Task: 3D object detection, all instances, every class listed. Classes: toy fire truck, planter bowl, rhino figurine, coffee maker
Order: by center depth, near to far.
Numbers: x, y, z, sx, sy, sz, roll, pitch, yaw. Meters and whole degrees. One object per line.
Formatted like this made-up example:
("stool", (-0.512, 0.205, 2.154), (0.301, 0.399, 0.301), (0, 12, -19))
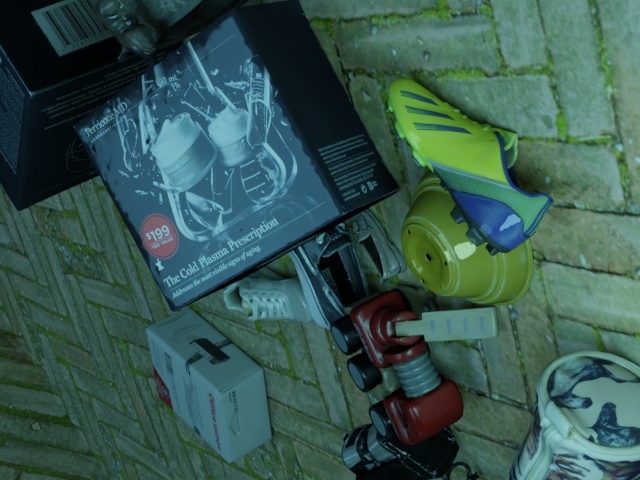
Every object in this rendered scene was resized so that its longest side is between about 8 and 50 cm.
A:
("planter bowl", (0.170, 0.006, 1.620), (0.217, 0.090, 0.217), (40, 145, 35))
("rhino figurine", (-0.290, -0.344, 1.755), (0.106, 0.073, 0.243), (-14, 105, 55))
("toy fire truck", (0.153, 0.173, 1.766), (0.217, 0.158, 0.246), (66, 162, -6))
("coffee maker", (0.132, 0.347, 1.956), (0.171, 0.120, 0.178), (57, 152, 9))

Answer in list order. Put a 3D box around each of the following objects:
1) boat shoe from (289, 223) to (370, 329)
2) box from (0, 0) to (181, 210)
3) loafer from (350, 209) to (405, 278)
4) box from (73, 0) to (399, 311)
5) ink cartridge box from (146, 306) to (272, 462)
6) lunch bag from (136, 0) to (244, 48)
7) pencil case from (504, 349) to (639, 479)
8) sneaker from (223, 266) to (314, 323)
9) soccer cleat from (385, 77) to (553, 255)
("boat shoe", (0.000, 0.000, 1.886), (0.102, 0.108, 0.301), (-4, 109, 54))
("box", (-0.446, -0.277, 2.194), (0.212, 0.293, 0.395), (55, 151, 15))
("loafer", (0.076, 0.001, 1.827), (0.125, 0.039, 0.045), (54, 152, 16))
("box", (-0.124, -0.119, 1.762), (0.343, 0.179, 0.313), (-30, 87, 32))
("ink cartridge box", (-0.226, 0.292, 2.517), (0.273, 0.114, 0.197), (35, 141, 43))
("lunch bag", (-0.204, -0.434, 1.780), (0.235, 0.169, 0.287), (64, 157, -3))
("pencil case", (0.304, 0.303, 1.558), (0.160, 0.183, 0.410), (47, 148, 28))
("sneaker", (-0.080, 0.106, 2.129), (0.228, 0.092, 0.087), (9, 121, 55))
("soccer cleat", (0.182, -0.110, 1.522), (0.093, 0.121, 0.289), (26, -153, -53))
